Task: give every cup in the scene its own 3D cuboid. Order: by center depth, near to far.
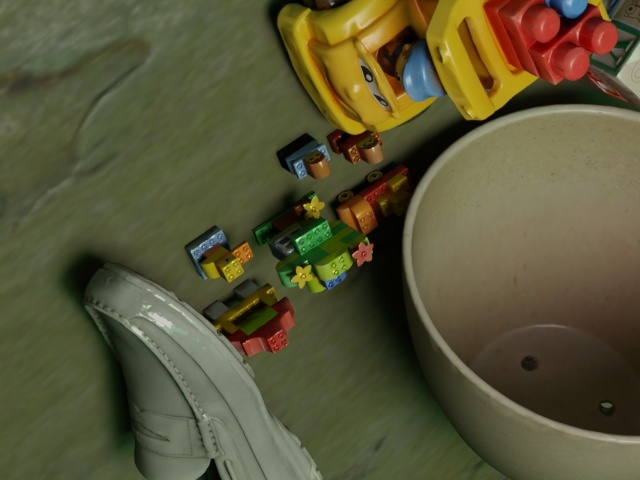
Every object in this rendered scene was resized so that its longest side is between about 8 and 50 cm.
[{"bbox_3d":[0.218,0.084,1.441,0.331,0.331,0.237,-25,150,-23],"label":"cup"}]

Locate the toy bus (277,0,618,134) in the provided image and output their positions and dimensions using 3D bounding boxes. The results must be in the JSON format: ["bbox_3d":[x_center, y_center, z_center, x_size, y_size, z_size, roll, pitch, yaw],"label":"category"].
[{"bbox_3d":[0.111,-0.161,1.283,0.220,0.211,0.149,-39,130,-11],"label":"toy bus"}]

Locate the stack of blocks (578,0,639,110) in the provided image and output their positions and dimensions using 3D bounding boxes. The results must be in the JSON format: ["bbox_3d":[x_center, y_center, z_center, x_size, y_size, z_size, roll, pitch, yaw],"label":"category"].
[{"bbox_3d":[0.322,-0.250,1.408,0.087,0.171,0.297,34,92,-40],"label":"stack of blocks"}]

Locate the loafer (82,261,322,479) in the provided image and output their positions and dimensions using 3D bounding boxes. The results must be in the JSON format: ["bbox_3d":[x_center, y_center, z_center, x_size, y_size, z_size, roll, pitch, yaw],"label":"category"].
[{"bbox_3d":[-0.102,0.144,1.349,0.111,0.112,0.319,-47,131,-17],"label":"loafer"}]

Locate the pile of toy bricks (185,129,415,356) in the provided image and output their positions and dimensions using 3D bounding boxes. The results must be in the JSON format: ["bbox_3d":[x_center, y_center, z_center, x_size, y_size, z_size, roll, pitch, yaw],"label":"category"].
[{"bbox_3d":[0.000,0.000,1.352,0.212,0.105,0.118,-35,127,-16],"label":"pile of toy bricks"}]
